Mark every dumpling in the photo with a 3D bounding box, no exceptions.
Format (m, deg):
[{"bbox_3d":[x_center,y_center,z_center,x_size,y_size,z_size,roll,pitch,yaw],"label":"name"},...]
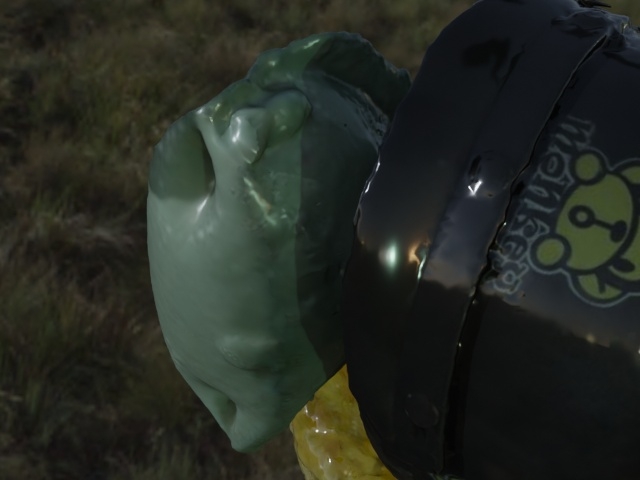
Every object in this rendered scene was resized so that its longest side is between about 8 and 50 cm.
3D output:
[{"bbox_3d":[-0.002,0.007,0.522,0.149,0.217,0.105,-4,39,-13],"label":"dumpling"}]

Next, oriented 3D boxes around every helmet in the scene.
[{"bbox_3d":[0.136,0.026,0.491,0.160,0.230,0.279,24,-7,30],"label":"helmet"}]

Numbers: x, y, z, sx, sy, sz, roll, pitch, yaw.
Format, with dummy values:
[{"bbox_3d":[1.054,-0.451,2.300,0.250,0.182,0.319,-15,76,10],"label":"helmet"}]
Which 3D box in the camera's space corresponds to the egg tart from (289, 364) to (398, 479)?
[{"bbox_3d":[0.128,0.084,0.936,0.169,0.388,0.388,11,20,-44],"label":"egg tart"}]
